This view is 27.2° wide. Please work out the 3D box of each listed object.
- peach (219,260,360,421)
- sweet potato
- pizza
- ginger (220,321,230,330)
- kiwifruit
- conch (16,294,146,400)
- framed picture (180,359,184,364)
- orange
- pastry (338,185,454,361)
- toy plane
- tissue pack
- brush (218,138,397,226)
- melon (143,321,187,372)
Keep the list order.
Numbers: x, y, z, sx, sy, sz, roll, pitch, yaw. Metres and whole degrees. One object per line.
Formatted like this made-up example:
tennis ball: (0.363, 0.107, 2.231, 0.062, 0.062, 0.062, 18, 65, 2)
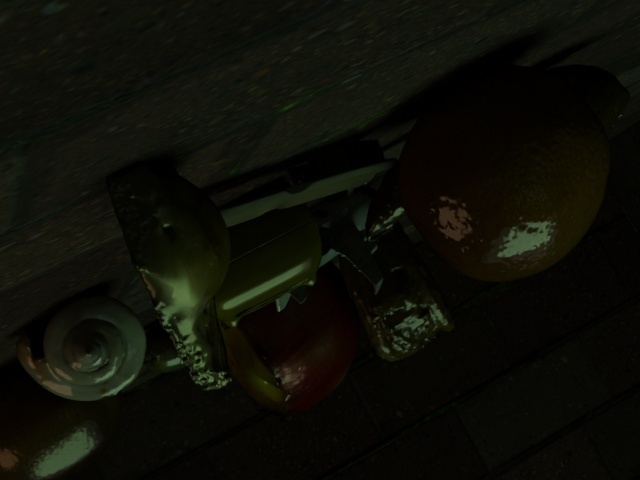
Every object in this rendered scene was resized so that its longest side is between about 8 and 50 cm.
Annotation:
peach: (-0.075, 0.141, 2.020, 0.281, 0.281, 0.338, -30, -178, 19)
sweet potato: (0.236, -0.132, 1.794, 0.422, 0.131, 0.130, -27, 175, -9)
pizza: (-0.110, 0.026, 1.164, 0.080, 0.204, 0.188, -18, 169, 4)
ginger: (-0.116, 0.037, 1.747, 0.122, 0.115, 0.193, -41, -173, -13)
kiwifruit: (-0.401, 0.262, 1.947, 0.234, 0.196, 0.196, -34, 176, -13)
conch: (-0.293, 0.145, 1.700, 0.158, 0.127, 0.255, -29, 175, -2)
framed picture: (-0.183, 0.141, 2.404, 0.183, 0.011, 0.142, -21, 131, -54)
orange: (0.218, -0.085, 1.569, 0.264, 0.264, 0.264, -28, 175, -3)
pastry: (0.099, 0.063, 2.010, 0.132, 0.235, 0.240, -32, -158, 4)
toy plane: (-0.001, -0.004, 1.842, 0.251, 0.101, 0.255, 15, -138, 33)
tissue pack: (-0.084, 0.020, 1.588, 0.178, 0.127, 0.123, -28, 173, -8)
brush: (-0.036, -0.063, 1.481, 0.321, 0.050, 0.060, -20, 174, -46)
melon: (-0.260, 0.184, 2.428, 0.162, 0.099, 0.099, -28, 176, -41)
